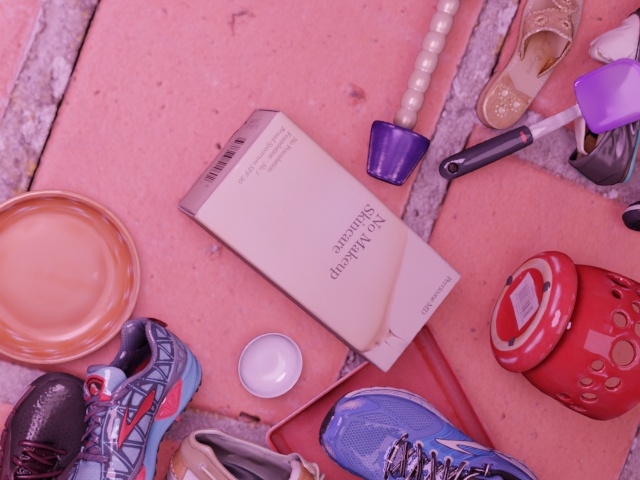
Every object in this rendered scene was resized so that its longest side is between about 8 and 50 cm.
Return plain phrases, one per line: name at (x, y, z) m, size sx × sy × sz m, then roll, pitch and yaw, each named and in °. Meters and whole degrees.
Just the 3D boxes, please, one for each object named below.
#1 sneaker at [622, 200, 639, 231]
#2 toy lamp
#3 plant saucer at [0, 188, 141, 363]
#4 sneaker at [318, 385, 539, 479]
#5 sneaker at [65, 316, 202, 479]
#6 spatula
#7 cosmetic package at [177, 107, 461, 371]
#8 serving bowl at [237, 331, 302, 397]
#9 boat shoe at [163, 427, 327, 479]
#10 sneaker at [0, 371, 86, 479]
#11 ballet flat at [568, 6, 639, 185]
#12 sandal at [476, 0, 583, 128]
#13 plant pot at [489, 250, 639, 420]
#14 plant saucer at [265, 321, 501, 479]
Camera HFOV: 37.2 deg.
sneaker at (0.521, -0.079, 1.355) m, size 0.234 × 0.084 × 0.097 m, roll -14°, pitch 80°, yaw -19°
toy lamp at (0.126, -0.202, 1.173) m, size 0.080 × 0.080 × 0.275 m, roll 19°, pitch 93°, yaw -22°
plant saucer at (-0.306, 0.040, 1.078) m, size 0.200 × 0.037 × 0.200 m, roll -4°, pitch 100°, yaw -21°
sneaker at (0.155, 0.282, 1.170) m, size 0.330 × 0.147 × 0.130 m, roll 25°, pitch 89°, yaw -10°
sneaker at (-0.233, 0.193, 1.043) m, size 0.125 × 0.104 × 0.262 m, roll 61°, pitch 35°, yaw -33°
spatula at (0.289, -0.147, 1.227) m, size 0.296 × 0.030 × 0.084 m, roll -24°, pitch 97°, yaw -3°
cosmetic package at (0.000, 0.000, 1.144) m, size 0.309 × 0.113 × 0.160 m, roll 39°, pitch 84°, yaw -21°
serving bowl at (-0.066, 0.153, 1.190) m, size 0.083 × 0.027 × 0.083 m, roll -4°, pitch 101°, yaw -19°
boat shoe at (-0.039, 0.317, 1.138) m, size 0.302 × 0.113 × 0.103 m, roll 19°, pitch 116°, yaw -5°
sneaker at (-0.314, 0.297, 1.050) m, size 0.106 × 0.162 × 0.281 m, roll 18°, pitch 93°, yaw -22°
ballet flat at (0.400, -0.213, 1.269) m, size 0.096 × 0.095 × 0.280 m, roll 15°, pitch 94°, yaw -7°
sandal at (0.292, -0.247, 1.226) m, size 0.088 × 0.079 × 0.240 m, roll 32°, pitch 87°, yaw -22°
plant pot at (0.328, 0.119, 1.249) m, size 0.174 × 0.191 × 0.191 m, roll 23°, pitch 91°, yaw -14°
plant saucer at (0.086, 0.271, 1.257) m, size 0.259 × 0.048 × 0.258 m, roll -34°, pitch 109°, yaw -11°
